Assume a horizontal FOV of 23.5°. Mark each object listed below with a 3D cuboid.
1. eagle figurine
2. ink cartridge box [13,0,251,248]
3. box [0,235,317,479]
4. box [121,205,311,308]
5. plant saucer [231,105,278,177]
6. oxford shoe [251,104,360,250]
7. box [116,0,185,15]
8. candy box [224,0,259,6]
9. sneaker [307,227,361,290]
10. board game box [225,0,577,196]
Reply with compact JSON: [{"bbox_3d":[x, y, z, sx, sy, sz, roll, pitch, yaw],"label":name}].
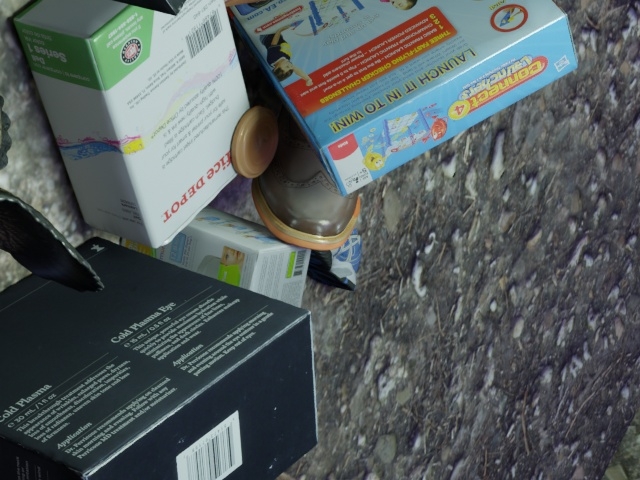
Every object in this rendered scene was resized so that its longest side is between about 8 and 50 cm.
[{"bbox_3d":[-0.350,-0.054,1.436,0.298,0.225,0.226,-4,99,-44],"label":"eagle figurine"},{"bbox_3d":[-0.190,-0.164,1.668,0.201,0.117,0.278,-47,140,-35],"label":"ink cartridge box"},{"bbox_3d":[-0.227,0.176,1.600,0.343,0.312,0.179,-34,132,-43],"label":"box"},{"bbox_3d":[-0.126,0.031,1.778,0.103,0.203,0.114,-9,114,-54],"label":"box"},{"bbox_3d":[-0.072,-0.111,1.754,0.083,0.013,0.083,-35,133,-48],"label":"plant saucer"},{"bbox_3d":[-0.005,-0.126,1.830,0.364,0.130,0.133,-89,-168,-53],"label":"oxford shoe"},{"bbox_3d":[-0.204,-0.330,1.436,0.184,0.261,0.103,-61,146,-17],"label":"box"},{"bbox_3d":[-0.080,-0.320,1.697,0.053,0.186,0.109,-86,164,-45],"label":"candy box"},{"bbox_3d":[0.000,0.000,2.078,0.211,0.080,0.081,46,60,-64],"label":"sneaker"},{"bbox_3d":[0.085,-0.239,1.764,0.308,0.302,0.086,-29,139,-3],"label":"board game box"}]
